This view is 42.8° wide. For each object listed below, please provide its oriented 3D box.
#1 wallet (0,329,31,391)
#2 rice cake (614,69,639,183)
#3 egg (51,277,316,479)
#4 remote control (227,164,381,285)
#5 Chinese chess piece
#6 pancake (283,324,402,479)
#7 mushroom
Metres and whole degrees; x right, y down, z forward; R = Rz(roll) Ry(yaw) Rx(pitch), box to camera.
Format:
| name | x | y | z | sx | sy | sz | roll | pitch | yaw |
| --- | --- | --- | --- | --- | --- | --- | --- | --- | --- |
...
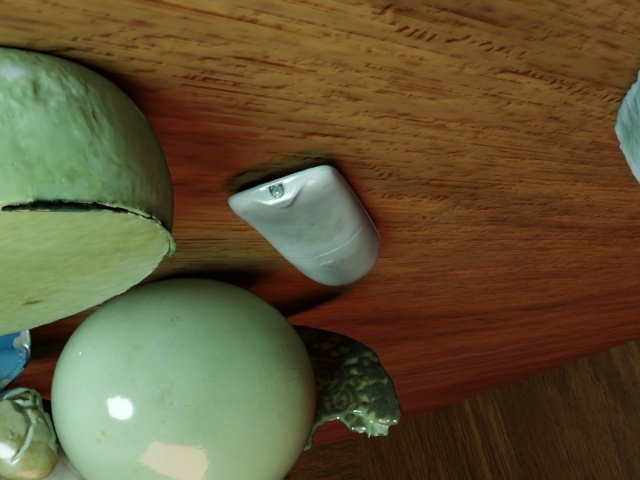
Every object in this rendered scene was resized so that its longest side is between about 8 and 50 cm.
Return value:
| name | x | y | z | sx | sy | sz | roll | pitch | yaw |
| --- | --- | --- | --- | --- | --- | --- | --- | --- | --- |
| wallet | -0.332 | 0.100 | 0.590 | 0.202 | 0.059 | 0.141 | -6 | 158 | -43 |
| rice cake | 0.216 | -0.110 | 0.408 | 0.056 | 0.072 | 0.365 | -14 | 161 | 2 |
| egg | -0.105 | 0.122 | 0.644 | 0.189 | 0.188 | 0.254 | -21 | 159 | 16 |
| remote control | 0.000 | 0.000 | 0.598 | 0.073 | 0.044 | 0.229 | -15 | 164 | 9 |
| Chinese chess piece | -0.162 | -0.011 | 0.370 | 0.188 | 0.083 | 0.188 | -17 | 163 | -6 |
| pancake | -0.064 | 0.178 | 0.791 | 0.286 | 0.288 | 0.033 | -2 | 124 | 4 |
| mushroom | -0.242 | 0.167 | 0.680 | 0.093 | 0.116 | 0.225 | -56 | 168 | -29 |
